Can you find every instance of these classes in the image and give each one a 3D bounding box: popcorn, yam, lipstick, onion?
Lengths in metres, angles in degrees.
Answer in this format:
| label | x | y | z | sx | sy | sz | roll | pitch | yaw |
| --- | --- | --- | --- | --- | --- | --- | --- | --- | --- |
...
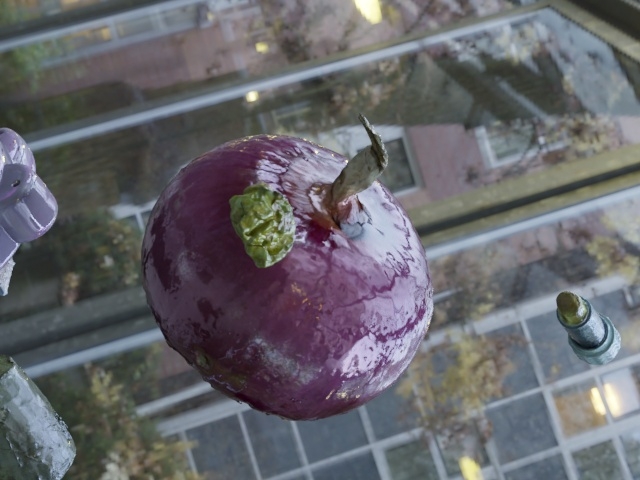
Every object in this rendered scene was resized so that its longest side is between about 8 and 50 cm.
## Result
| label | x | y | z | sx | sy | sz | roll | pitch | yaw |
| --- | --- | --- | --- | --- | --- | --- | --- | --- | --- |
| popcorn | -0.054 | -0.016 | 0.997 | 0.068 | 0.059 | 0.083 | 102 | -29 | -79 |
| yam | -0.483 | 0.295 | 1.621 | 0.254 | 0.154 | 0.154 | 66 | -6 | -21 |
| lipstick | 0.186 | 0.060 | 0.735 | 0.116 | 0.037 | 0.037 | 37 | 28 | -60 |
| onion | -0.011 | 0.027 | 1.215 | 0.358 | 0.345 | 0.358 | 51 | 24 | -33 |

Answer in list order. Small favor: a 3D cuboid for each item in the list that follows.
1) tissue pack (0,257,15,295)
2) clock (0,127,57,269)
| label | x | y | z | sx | sy | sz | roll | pitch | yaw |
| --- | --- | --- | --- | --- | --- | --- | --- | --- | --- |
| tissue pack | -0.590 | 0.017 | 1.560 | 0.173 | 0.235 | 0.073 | 127 | -26 | -72 |
| clock | -0.476 | -0.029 | 1.257 | 0.322 | 0.295 | 0.113 | 30 | -22 | 45 |
